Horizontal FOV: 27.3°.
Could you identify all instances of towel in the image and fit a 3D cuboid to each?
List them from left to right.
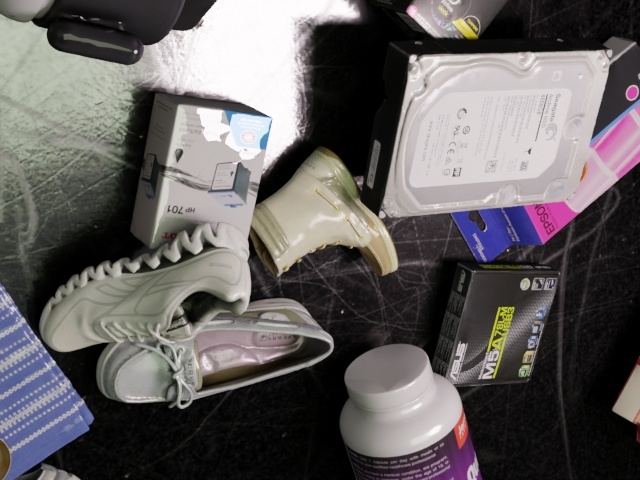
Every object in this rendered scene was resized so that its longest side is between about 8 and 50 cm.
[{"bbox_3d":[-0.462,0.177,1.646,0.243,0.040,0.336,-34,118,-12],"label":"towel"}]

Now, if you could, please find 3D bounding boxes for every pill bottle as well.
[{"bbox_3d":[0.136,0.318,1.930,0.181,0.181,0.323,-27,118,-19],"label":"pill bottle"}]

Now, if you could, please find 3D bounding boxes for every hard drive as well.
[{"bbox_3d":[0.228,-0.155,1.790,0.339,0.064,0.237,-6,120,-30],"label":"hard drive"}]

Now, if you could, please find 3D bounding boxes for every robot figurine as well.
[{"bbox_3d":[-0.254,-0.318,1.502,0.278,0.209,0.173,6,116,-31],"label":"robot figurine"}]

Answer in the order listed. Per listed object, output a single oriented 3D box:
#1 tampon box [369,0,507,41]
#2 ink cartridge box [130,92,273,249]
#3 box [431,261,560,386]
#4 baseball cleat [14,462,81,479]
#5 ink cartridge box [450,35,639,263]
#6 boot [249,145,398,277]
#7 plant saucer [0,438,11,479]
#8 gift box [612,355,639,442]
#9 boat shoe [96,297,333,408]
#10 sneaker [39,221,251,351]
[{"bbox_3d":[0.172,-0.341,1.772,0.120,0.101,0.161,39,86,-33],"label":"tampon box"},{"bbox_3d":[-0.154,-0.084,1.694,0.140,0.082,0.190,5,104,-30],"label":"ink cartridge box"},{"bbox_3d":[0.265,0.127,2.003,0.184,0.045,0.190,2,109,-38],"label":"box"},{"bbox_3d":[-0.397,0.390,1.740,0.109,0.072,0.206,29,87,-19],"label":"baseball cleat"},{"bbox_3d":[0.356,-0.126,1.973,0.371,0.069,0.176,-38,121,-10],"label":"ink cartridge box"},{"bbox_3d":[0.000,0.000,1.805,0.165,0.077,0.213,-41,116,-15],"label":"boot"},{"bbox_3d":[-0.434,0.279,1.662,0.083,0.015,0.083,-8,111,-23],"label":"plant saucer"},{"bbox_3d":[0.648,0.255,2.154,0.255,0.258,0.276,-59,143,-2],"label":"gift box"},{"bbox_3d":[-0.141,0.154,1.768,0.320,0.103,0.118,-8,110,-27],"label":"boat shoe"},{"bbox_3d":[-0.219,0.081,1.643,0.292,0.118,0.110,-24,148,11],"label":"sneaker"}]
